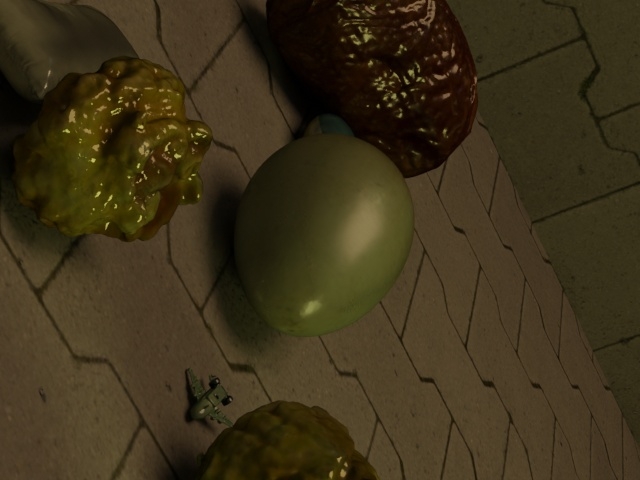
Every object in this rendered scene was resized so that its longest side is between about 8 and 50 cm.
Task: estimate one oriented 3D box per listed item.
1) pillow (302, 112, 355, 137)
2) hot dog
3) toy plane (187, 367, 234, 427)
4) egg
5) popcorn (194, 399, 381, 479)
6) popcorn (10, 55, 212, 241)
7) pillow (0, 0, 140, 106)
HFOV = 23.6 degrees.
[{"bbox_3d":[0.040,-0.076,2.257,0.214,0.086,0.233,-28,95,-83],"label":"pillow"},{"bbox_3d":[0.076,-0.272,2.302,0.387,0.267,0.174,54,33,-34],"label":"hot dog"},{"bbox_3d":[-0.119,0.172,1.648,0.080,0.033,0.083,55,21,-5],"label":"toy plane"},{"bbox_3d":[0.000,0.000,1.873,0.218,0.218,0.295,56,34,-31],"label":"egg"},{"bbox_3d":[-0.028,0.281,1.541,0.237,0.206,0.251,49,5,-8],"label":"popcorn"},{"bbox_3d":[-0.201,-0.081,1.466,0.155,0.197,0.197,53,14,19],"label":"popcorn"},{"bbox_3d":[-0.268,-0.198,1.576,0.144,0.078,0.254,60,18,6],"label":"pillow"}]
